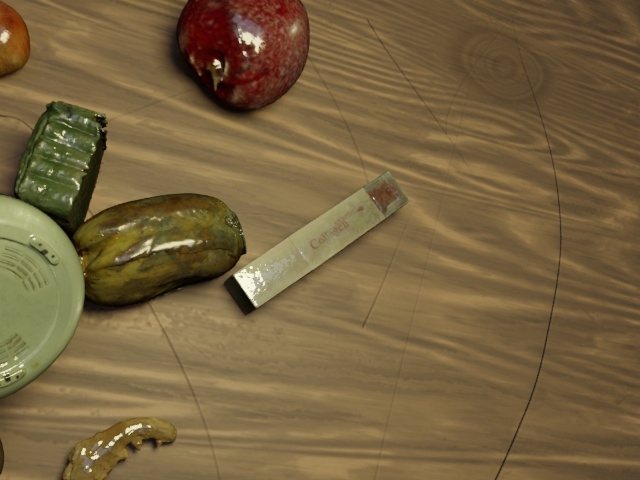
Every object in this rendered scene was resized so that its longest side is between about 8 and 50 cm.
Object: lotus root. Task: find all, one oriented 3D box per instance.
[{"bbox_3d":[-0.256,0.010,1.001,0.275,0.160,0.151,-10,55,-24],"label":"lotus root"}]

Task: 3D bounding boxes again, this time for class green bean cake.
[{"bbox_3d":[-0.401,-0.105,0.967,0.094,0.173,0.181,17,71,-14],"label":"green bean cake"}]

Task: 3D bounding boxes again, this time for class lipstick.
[{"bbox_3d":[0.000,0.000,1.139,0.372,0.080,0.076,-35,90,-26],"label":"lipstick"}]

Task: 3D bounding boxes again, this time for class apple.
[{"bbox_3d":[-0.541,-0.332,1.019,0.126,0.102,0.125,3,79,-16],"label":"apple"}]

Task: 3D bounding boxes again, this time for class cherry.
[{"bbox_3d":[-0.128,-0.369,1.133,0.230,0.203,0.300,40,52,-4],"label":"cherry"}]

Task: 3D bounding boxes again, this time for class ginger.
[{"bbox_3d":[-0.307,0.315,0.952,0.174,0.051,0.069,-24,88,-23],"label":"ginger"}]

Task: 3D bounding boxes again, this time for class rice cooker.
[{"bbox_3d":[-0.486,0.056,0.812,0.288,0.277,0.288,-16,113,-44],"label":"rice cooker"}]

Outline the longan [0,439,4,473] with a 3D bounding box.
[{"bbox_3d":[-0.515,0.282,0.812,0.189,0.189,0.189,6,73,-19],"label":"longan"}]
